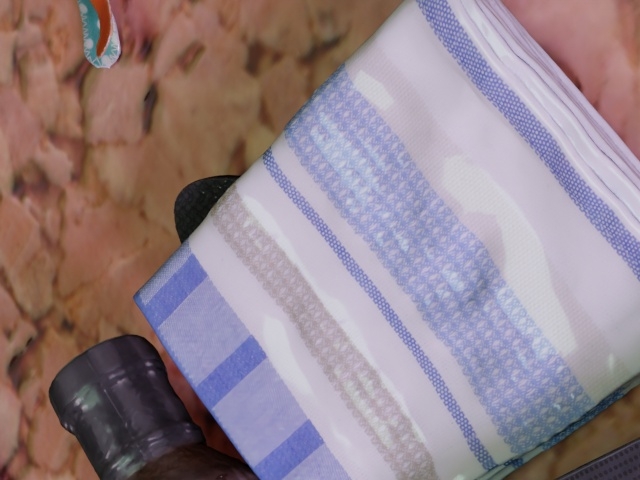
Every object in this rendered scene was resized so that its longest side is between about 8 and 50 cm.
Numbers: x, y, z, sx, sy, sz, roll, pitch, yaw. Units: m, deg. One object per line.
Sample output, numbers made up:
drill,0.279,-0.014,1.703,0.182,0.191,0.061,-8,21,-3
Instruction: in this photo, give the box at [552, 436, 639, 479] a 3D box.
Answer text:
box,0.159,0.197,0.537,0.270,0.060,0.216,-38,71,38

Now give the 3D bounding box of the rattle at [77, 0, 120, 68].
rattle,-0.163,-0.220,0.799,0.199,0.143,0.130,35,151,17

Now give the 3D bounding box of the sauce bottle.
sauce bottle,-0.043,0.203,0.688,0.344,0.111,0.111,55,127,23

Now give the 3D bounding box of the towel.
towel,0.037,0.029,0.614,0.285,0.034,0.209,-43,79,34

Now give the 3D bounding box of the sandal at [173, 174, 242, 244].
sandal,0.000,0.000,0.678,0.179,0.040,0.067,7,106,27
